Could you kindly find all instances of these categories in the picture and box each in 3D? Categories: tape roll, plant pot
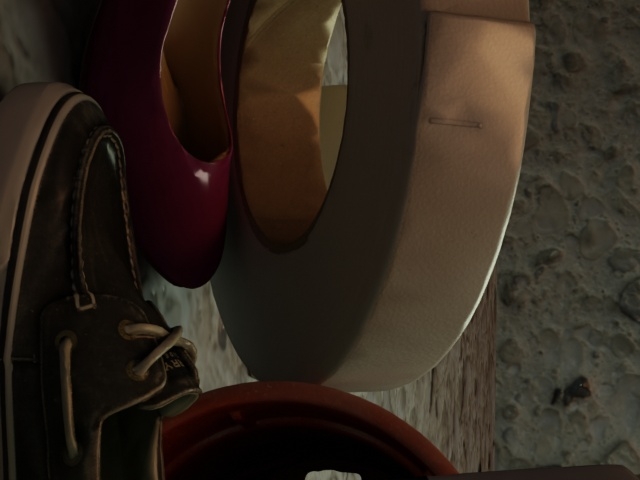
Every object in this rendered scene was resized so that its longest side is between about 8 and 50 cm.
[{"bbox_3d":[0.007,-0.093,0.791,0.392,0.072,0.391,-178,-90,-67],"label":"tape roll"},{"bbox_3d":[-0.011,0.238,0.804,0.265,0.273,0.272,54,36,-77],"label":"plant pot"}]

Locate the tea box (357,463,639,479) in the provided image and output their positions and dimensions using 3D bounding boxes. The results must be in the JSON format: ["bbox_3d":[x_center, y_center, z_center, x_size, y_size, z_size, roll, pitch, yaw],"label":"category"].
[{"bbox_3d":[-0.030,0.209,0.297,0.329,0.324,0.219,-115,-159,-86],"label":"tea box"}]

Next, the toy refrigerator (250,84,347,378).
[{"bbox_3d":[0.000,0.000,1.125,0.102,0.094,0.269,43,47,-68],"label":"toy refrigerator"}]

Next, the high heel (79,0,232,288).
[{"bbox_3d":[-0.060,-0.141,0.768,0.127,0.181,0.377,-64,148,-59],"label":"high heel"}]

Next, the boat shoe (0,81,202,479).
[{"bbox_3d":[-0.118,0.079,0.650,0.121,0.119,0.335,17,72,-73],"label":"boat shoe"}]
